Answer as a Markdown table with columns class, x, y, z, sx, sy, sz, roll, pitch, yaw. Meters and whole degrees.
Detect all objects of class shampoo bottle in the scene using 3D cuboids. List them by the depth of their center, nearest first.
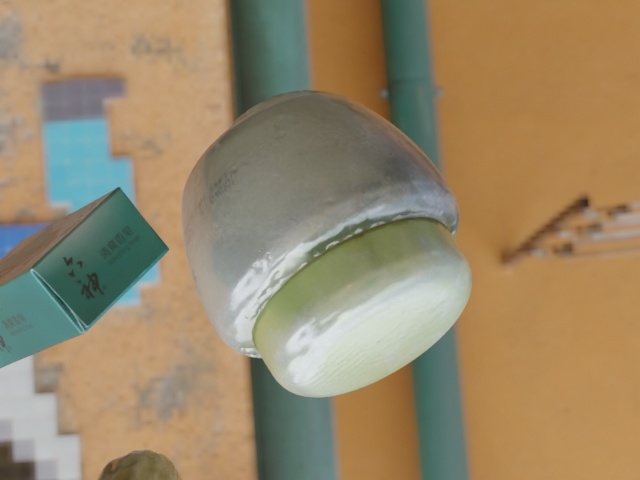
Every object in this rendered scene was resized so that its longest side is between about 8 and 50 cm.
| class | x | y | z | sx | sy | sz | roll | pitch | yaw |
| --- | --- | --- | --- | --- | --- | --- | --- | --- | --- |
| shampoo bottle | 0.000 | 0.000 | 2.019 | 0.322 | 0.317 | 0.322 | -28 | 155 | -14 |

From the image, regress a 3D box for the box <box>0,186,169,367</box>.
| class | x | y | z | sx | sy | sz | roll | pitch | yaw |
| --- | --- | --- | --- | --- | --- | --- | --- | --- | --- |
| box | -0.294 | 0.047 | 1.870 | 0.245 | 0.092 | 0.153 | -24 | -162 | 50 |

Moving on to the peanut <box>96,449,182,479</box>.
| class | x | y | z | sx | sy | sz | roll | pitch | yaw |
| --- | --- | --- | --- | --- | --- | --- | --- | --- | --- |
| peanut | -0.213 | 0.387 | 1.945 | 0.120 | 0.298 | 0.136 | -1 | 150 | 5 |
